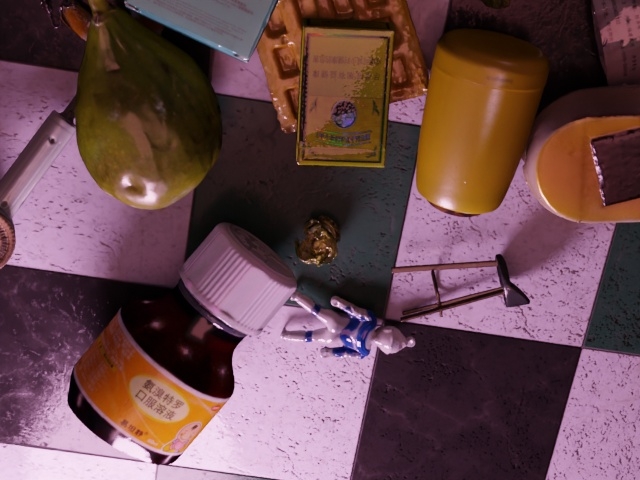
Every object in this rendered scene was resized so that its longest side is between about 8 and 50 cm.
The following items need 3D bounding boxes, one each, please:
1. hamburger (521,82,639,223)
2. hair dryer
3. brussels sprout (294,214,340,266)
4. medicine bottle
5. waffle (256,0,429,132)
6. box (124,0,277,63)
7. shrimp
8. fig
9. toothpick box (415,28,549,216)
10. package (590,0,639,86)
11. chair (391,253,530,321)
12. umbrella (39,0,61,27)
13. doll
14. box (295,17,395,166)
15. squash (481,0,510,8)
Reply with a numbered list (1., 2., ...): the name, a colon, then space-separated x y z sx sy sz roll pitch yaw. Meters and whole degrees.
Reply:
1. hamburger: 0.467 -0.134 1.902 0.295 0.151 0.227 2 115 5
2. hair dryer: -0.464 -0.112 1.923 0.108 0.173 0.357 38 88 -20
3. brussels sprout: 0.000 0.000 2.006 0.085 0.058 0.085 5 100 30
4. medicine bottle: -0.225 0.158 1.982 0.243 0.242 0.395 33 100 -13
5. waffle: 0.029 -0.302 1.878 0.248 0.055 0.221 -15 113 5
6. box: -0.130 -0.438 1.751 0.205 0.118 0.311 23 99 -8
7. shrimp: -0.314 -0.368 1.857 0.166 0.049 0.161 18 113 0
8. fig: -0.252 -0.211 1.812 0.233 0.233 0.314 11 122 -5
9. toothpick box: 0.240 -0.177 1.872 0.175 0.175 0.271 9 115 -5
10. package: 0.521 -0.367 1.856 0.204 0.062 0.250 -15 109 5
11. chair: 0.234 0.077 2.022 0.222 0.104 0.095 -8 96 5
12. umbrella: -0.430 -0.384 1.860 0.022 0.013 0.122 -22 111 -5
13. doll: 0.050 0.157 2.071 0.227 0.057 0.114 15 106 3
14. box: 0.036 -0.224 1.847 0.141 0.064 0.219 3 114 -3
15. squash: 0.206 -0.448 1.782 0.137 0.137 0.287 -41 110 15
